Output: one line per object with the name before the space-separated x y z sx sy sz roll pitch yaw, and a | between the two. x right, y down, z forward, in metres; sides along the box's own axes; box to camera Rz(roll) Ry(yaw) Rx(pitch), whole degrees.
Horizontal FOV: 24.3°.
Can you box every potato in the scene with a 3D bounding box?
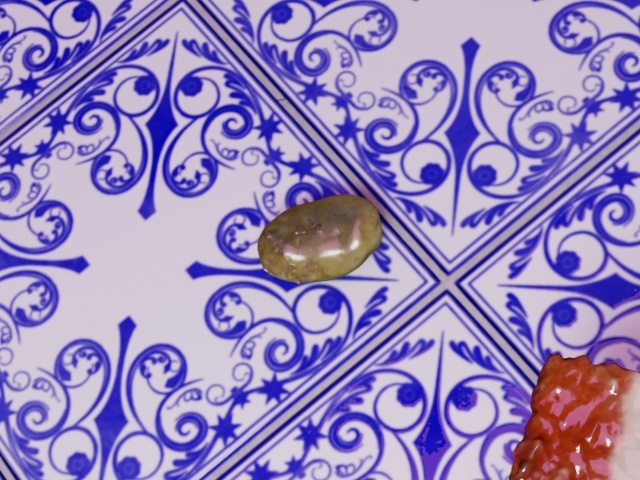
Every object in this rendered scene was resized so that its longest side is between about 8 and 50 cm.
potato | 0.000 0.000 1.605 0.138 0.070 0.091 -12 62 6

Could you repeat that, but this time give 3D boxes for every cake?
cake | 0.322 0.284 1.316 0.319 0.270 0.269 13 73 17
